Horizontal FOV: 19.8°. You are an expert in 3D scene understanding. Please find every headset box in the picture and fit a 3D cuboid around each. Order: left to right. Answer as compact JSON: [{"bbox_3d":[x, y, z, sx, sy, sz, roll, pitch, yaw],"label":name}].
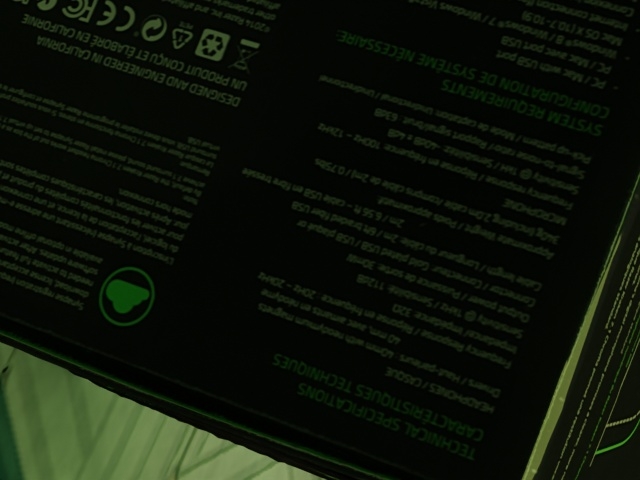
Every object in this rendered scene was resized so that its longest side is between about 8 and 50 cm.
[{"bbox_3d":[0.000,0.000,0.546,0.131,0.246,0.283,-68,158,-7],"label":"headset box"}]
